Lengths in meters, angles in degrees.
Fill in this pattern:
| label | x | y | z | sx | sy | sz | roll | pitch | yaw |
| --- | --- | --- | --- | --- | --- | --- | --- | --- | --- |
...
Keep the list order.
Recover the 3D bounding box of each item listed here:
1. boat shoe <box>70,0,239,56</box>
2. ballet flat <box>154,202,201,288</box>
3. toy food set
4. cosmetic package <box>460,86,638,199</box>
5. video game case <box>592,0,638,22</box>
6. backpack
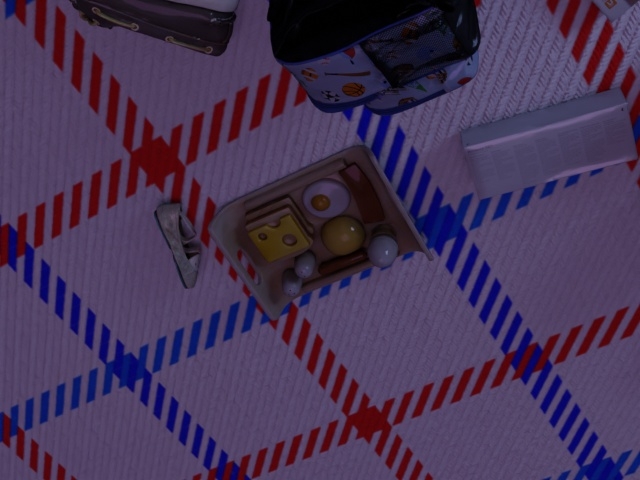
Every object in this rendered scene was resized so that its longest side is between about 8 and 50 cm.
| label | x | y | z | sx | sy | sz | roll | pitch | yaw |
| --- | --- | --- | --- | --- | --- | --- | --- | --- | --- |
| boat shoe | -0.277 | -0.334 | 1.249 | 0.324 | 0.116 | 0.097 | 11 | 122 | -9 |
| ballet flat | -0.227 | 0.011 | 1.519 | 0.052 | 0.057 | 0.168 | -15 | 123 | 4 |
| toy food set | 0.000 | 0.000 | 1.465 | 0.306 | 0.092 | 0.220 | -23 | 120 | 19 |
| cosmetic package | 0.338 | -0.144 | 1.353 | 0.239 | 0.060 | 0.099 | -14 | 124 | 14 |
| video game case | 0.399 | -0.430 | 1.160 | 0.210 | 0.042 | 0.232 | 39 | 119 | -22 |
| backpack | 0.069 | -0.291 | 1.176 | 0.263 | 0.276 | 0.213 | -16 | 135 | 19 |
